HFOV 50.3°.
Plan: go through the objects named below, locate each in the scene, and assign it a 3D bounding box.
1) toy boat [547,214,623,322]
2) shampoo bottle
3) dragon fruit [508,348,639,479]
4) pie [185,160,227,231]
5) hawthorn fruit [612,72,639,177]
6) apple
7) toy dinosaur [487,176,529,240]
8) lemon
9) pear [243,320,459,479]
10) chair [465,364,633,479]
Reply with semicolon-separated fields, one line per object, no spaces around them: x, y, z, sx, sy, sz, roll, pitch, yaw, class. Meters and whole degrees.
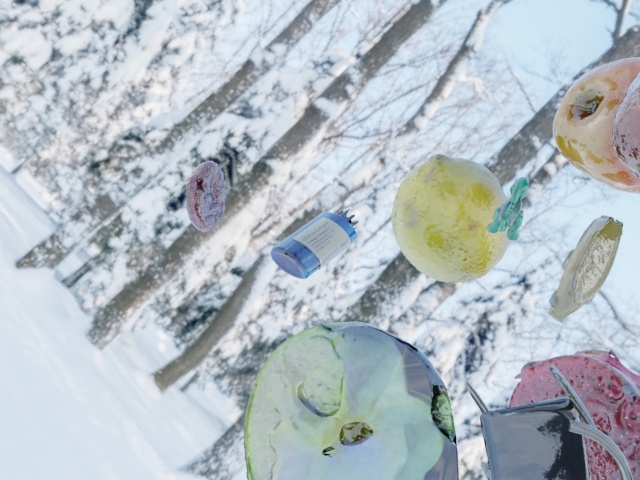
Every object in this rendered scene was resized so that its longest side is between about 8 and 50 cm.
0.324;0.034;0.833;0.047;0.149;0.049;33;-14;-6;toy boat
0.000;0.000;1.226;0.087;0.183;0.050;31;-45;25;shampoo bottle
0.579;0.416;1.406;0.249;0.371;0.386;10;39;-35;dragon fruit
-0.242;-0.094;1.459;0.036;0.155;0.154;3;-30;20;pie
0.483;-0.139;0.783;0.258;0.258;0.261;49;-25;-16;hawthorn fruit
0.559;-0.212;1.232;0.241;0.242;0.242;10;3;-24;apple
0.336;-0.055;1.205;0.059;0.132;0.096;21;-47;18;toy dinosaur
0.282;-0.050;1.486;0.258;0.258;0.310;30;-29;51;lemon
0.062;0.341;1.232;0.399;0.399;0.165;43;7;13;pear
0.332;0.319;1.031;0.272;0.166;0.188;-100;178;-82;chair
